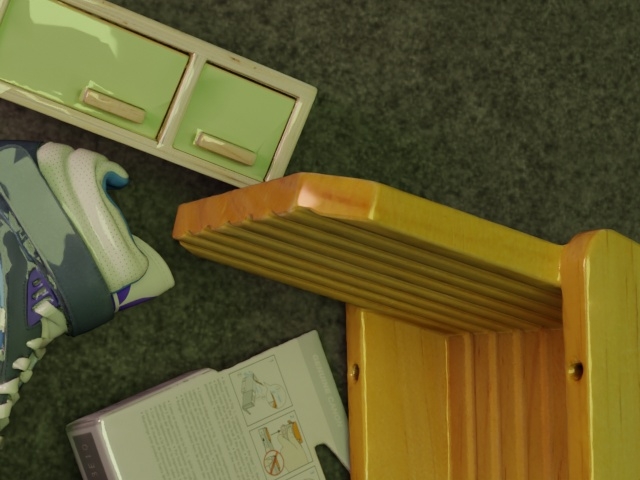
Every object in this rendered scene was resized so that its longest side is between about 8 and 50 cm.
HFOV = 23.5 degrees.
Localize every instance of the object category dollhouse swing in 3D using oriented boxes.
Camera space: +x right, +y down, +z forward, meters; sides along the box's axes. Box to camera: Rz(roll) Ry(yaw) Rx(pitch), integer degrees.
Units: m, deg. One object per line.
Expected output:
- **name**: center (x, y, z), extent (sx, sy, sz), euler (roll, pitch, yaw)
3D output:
- **dollhouse swing**: center (0.070, 0.123, 1.161), extent (0.305, 0.347, 0.315), euler (2, 85, -28)

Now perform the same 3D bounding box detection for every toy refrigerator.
- **toy refrigerator**: center (-0.148, -0.130, 1.246), extent (0.270, 0.094, 0.102), euler (21, 95, -21)

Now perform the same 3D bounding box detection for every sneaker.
- **sneaker**: center (-0.227, 0.078, 1.209), extent (0.236, 0.130, 0.322), euler (-4, 81, -13)

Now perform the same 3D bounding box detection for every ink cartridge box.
- **ink cartridge box**: center (-0.061, 0.238, 1.290), extent (0.239, 0.060, 0.275), euler (-21, 92, -42)
